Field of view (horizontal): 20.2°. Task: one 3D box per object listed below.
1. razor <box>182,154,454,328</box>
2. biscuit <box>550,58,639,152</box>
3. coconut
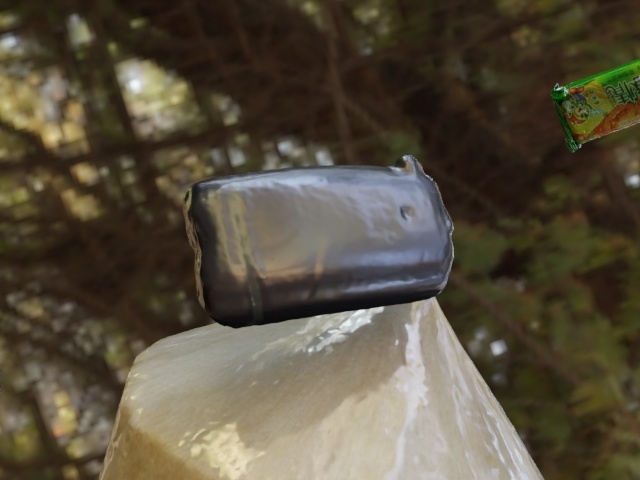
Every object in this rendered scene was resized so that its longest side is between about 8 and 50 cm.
[{"bbox_3d":[0.000,0.000,1.009,0.054,0.148,0.090,111,-30,-62],"label":"razor"},{"bbox_3d":[0.176,-0.083,1.039,0.046,0.089,0.016,58,27,-27],"label":"biscuit"},{"bbox_3d":[-0.002,0.165,1.116,0.329,0.328,0.329,47,-33,43],"label":"coconut"}]
